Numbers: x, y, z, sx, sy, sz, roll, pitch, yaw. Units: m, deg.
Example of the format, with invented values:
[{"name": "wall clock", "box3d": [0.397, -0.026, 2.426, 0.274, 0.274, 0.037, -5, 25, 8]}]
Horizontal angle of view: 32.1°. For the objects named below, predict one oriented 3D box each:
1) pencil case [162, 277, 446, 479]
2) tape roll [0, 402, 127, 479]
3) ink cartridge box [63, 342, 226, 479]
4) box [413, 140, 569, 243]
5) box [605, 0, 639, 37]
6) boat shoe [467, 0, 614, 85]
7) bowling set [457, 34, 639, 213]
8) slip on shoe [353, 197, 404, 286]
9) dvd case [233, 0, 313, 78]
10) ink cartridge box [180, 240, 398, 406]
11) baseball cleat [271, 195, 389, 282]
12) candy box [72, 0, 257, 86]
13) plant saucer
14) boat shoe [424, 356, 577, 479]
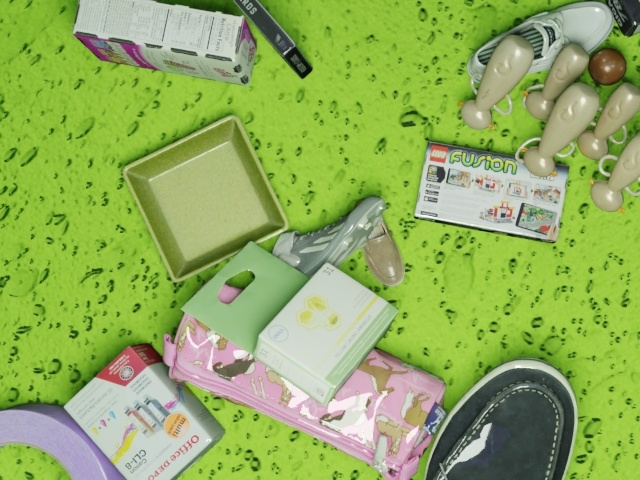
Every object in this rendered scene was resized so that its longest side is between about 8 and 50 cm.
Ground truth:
[{"name": "pencil case", "box3d": [-0.021, 0.190, 1.529, 0.386, 0.167, 0.160, 25, 90, 6]}, {"name": "tape roll", "box3d": [-0.410, 0.369, 1.558, 0.275, 0.090, 0.274, 0, 88, 7]}, {"name": "ink cartridge box", "box3d": [-0.240, 0.251, 1.554, 0.128, 0.127, 0.176, -43, 85, 0]}, {"name": "box", "box3d": [0.246, -0.069, 1.604, 0.207, 0.036, 0.114, 11, 85, 4]}, {"name": "box", "box3d": [0.514, -0.490, 1.613, 0.293, 0.073, 0.295, -26, 83, 0]}, {"name": "boat shoe", "box3d": [0.322, -0.283, 1.601, 0.226, 0.076, 0.083, -27, 84, 0]}, {"name": "bowling set", "box3d": [0.364, -0.174, 1.565, 0.287, 0.200, 0.154, 43, 133, 16]}, {"name": "slip on shoe", "box3d": [0.083, 0.002, 1.603, 0.051, 0.041, 0.135, -18, 84, 1]}, {"name": "dvd case", "box3d": [-0.106, -0.339, 1.578, 0.029, 0.179, 0.238, -41, 83, 5]}, {"name": "ink cartridge box", "box3d": [-0.039, 0.091, 1.471, 0.235, 0.056, 0.171, 34, 48, 12]}, {"name": "baseball cleat", "box3d": [0.000, 0.000, 1.574, 0.109, 0.072, 0.206, 43, 99, 23]}, {"name": "candy box", "box3d": [-0.217, -0.288, 1.590, 0.233, 0.159, 0.071, 11, 86, 3]}, {"name": "plant saucer", "box3d": [-0.165, -0.059, 1.621, 0.188, 0.045, 0.188, -26, 84, 0]}, {"name": "boat shoe", "box3d": [0.194, 0.388, 1.466, 0.187, 0.156, 0.500, 29, 96, -2]}]
